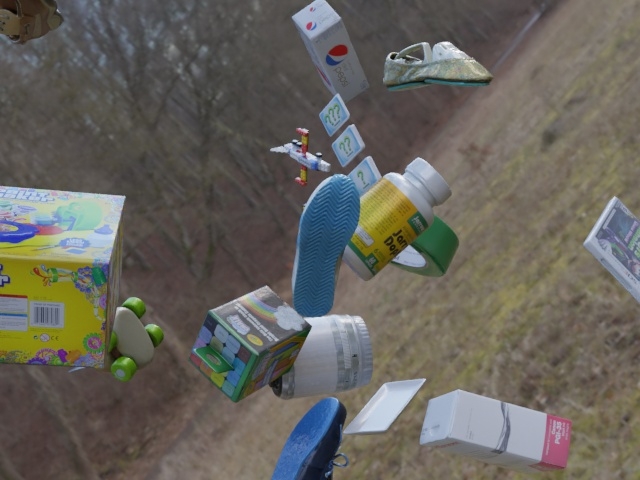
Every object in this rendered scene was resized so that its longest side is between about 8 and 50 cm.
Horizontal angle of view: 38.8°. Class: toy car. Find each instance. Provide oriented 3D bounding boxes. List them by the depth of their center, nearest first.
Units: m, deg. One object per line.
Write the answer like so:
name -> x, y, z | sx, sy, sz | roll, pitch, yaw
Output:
toy car -> -0.471, 0.234, 2.002 | 0.189, 0.148, 0.155 | -21, 19, 30

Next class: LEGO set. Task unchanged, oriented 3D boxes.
LEGO set -> 0.001, -0.136, 1.703 | 0.060, 0.182, 0.244 | -19, -12, -33

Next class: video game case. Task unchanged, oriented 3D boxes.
video game case -> 0.625, 0.019, 1.835 | 0.022, 0.173, 0.190 | -44, 0, 45

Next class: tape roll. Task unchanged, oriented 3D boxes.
tape roll -> 0.148, -0.027, 2.016 | 0.077, 0.321, 0.321 | -62, 2, -12

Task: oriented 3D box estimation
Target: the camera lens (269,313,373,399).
camera lens -> -0.013, 0.322, 2.534 | 0.275, 0.219, 0.219 | -6, -14, -14

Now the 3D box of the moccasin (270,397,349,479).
moccasin -> -0.030, 0.523, 2.064 | 0.138, 0.117, 0.342 | -5, 48, 56

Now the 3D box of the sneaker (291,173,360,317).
sneaker -> 0.000, 0.000, 1.398 | 0.092, 0.088, 0.228 | -101, 25, -66

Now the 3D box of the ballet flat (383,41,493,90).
ballet flat -> 0.274, -0.424, 2.197 | 0.123, 0.123, 0.349 | -48, 29, -21

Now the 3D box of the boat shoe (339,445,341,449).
boat shoe -> 0.014, 0.507, 2.214 | 0.049, 0.043, 0.137 | -27, -5, 18

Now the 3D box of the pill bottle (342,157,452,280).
pill bottle -> 0.116, -0.040, 1.533 | 0.208, 0.117, 0.117 | -42, -1, -3

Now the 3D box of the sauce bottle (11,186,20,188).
sauce bottle -> -0.728, -0.079, 2.159 | 0.042, 0.042, 0.128 | -48, -6, -36

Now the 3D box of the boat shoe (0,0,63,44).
boat shoe -> -0.542, -0.415, 1.606 | 0.120, 0.122, 0.324 | -40, 1, -7

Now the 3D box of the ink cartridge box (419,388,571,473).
ink cartridge box -> 0.399, 0.443, 2.090 | 0.207, 0.283, 0.117 | 128, 157, -69

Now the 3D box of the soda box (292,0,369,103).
soda box -> 0.022, -0.349, 1.697 | 0.069, 0.074, 0.216 | -35, -30, -1

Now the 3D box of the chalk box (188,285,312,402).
chalk box -> -0.196, 0.267, 2.268 | 0.289, 0.180, 0.179 | -22, -34, -49

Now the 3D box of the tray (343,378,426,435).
tray -> 0.185, 0.470, 2.529 | 0.145, 0.030, 0.270 | -12, 16, 35

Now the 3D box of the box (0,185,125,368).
box -> -0.461, 0.047, 1.397 | 0.279, 0.290, 0.176 | -108, 23, -66
